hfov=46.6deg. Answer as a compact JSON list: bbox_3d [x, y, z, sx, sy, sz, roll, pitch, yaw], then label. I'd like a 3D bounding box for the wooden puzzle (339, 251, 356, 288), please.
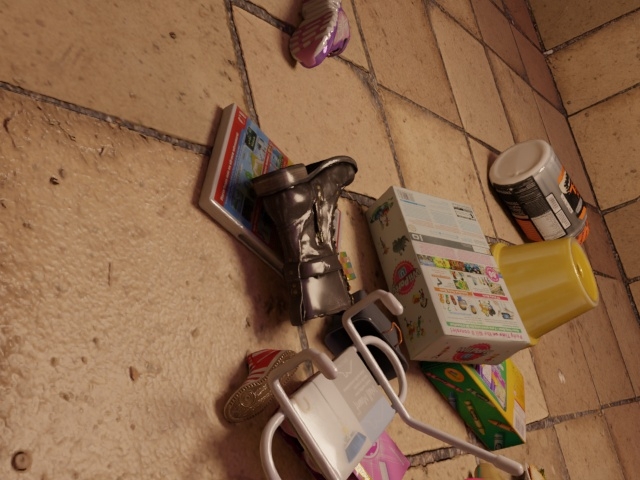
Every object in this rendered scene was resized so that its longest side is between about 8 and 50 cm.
[{"bbox_3d":[0.039,0.044,1.242,0.049,0.006,0.083,-6,76,-59],"label":"wooden puzzle"}]

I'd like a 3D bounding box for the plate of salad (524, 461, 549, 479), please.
[{"bbox_3d":[0.463,0.546,1.506,0.200,0.048,0.200,-23,90,-79],"label":"plate of salad"}]

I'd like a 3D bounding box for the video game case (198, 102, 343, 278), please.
[{"bbox_3d":[-0.062,-0.046,1.124,0.285,0.025,0.204,44,38,-35],"label":"video game case"}]

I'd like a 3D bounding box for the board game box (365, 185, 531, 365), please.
[{"bbox_3d":[0.224,0.065,1.341,0.224,0.097,0.304,10,50,-36],"label":"board game box"}]

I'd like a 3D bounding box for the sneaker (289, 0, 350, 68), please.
[{"bbox_3d":[0.012,-0.389,1.413,0.105,0.095,0.236,56,30,-34],"label":"sneaker"}]

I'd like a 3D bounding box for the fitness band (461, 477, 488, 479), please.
[{"bbox_3d":[0.292,0.470,1.167,0.291,0.208,0.054,-36,144,-73],"label":"fitness band"}]

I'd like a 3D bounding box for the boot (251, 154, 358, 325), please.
[{"bbox_3d":[0.000,0.000,1.100,0.263,0.091,0.229,-21,94,-56],"label":"boot"}]

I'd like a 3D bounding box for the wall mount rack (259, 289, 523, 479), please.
[{"bbox_3d":[0.092,0.234,0.918,0.304,0.130,0.350,56,33,2],"label":"wall mount rack"}]

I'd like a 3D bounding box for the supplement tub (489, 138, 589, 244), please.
[{"bbox_3d":[0.635,-0.118,2.127,0.316,0.193,0.194,49,35,-30],"label":"supplement tub"}]

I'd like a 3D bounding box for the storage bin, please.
[{"bbox_3d":[0.076,0.144,1.160,0.135,0.098,0.091,49,24,-28],"label":"storage bin"}]

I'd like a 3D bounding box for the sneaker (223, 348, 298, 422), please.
[{"bbox_3d":[-0.084,0.179,0.930,0.118,0.067,0.042,-40,110,-28],"label":"sneaker"}]

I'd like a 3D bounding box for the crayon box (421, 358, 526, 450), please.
[{"bbox_3d":[0.303,0.260,1.448,0.278,0.081,0.165,50,34,-27],"label":"crayon box"}]

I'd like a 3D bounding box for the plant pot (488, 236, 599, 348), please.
[{"bbox_3d":[0.487,0.106,1.693,0.254,0.239,0.254,38,40,-41],"label":"plant pot"}]

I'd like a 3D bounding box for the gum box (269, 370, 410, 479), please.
[{"bbox_3d":[0.026,0.264,0.986,0.188,0.062,0.107,52,31,-1],"label":"gum box"}]

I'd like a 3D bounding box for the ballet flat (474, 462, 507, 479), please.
[{"bbox_3d":[0.360,0.494,1.391,0.232,0.080,0.073,51,20,-29],"label":"ballet flat"}]
